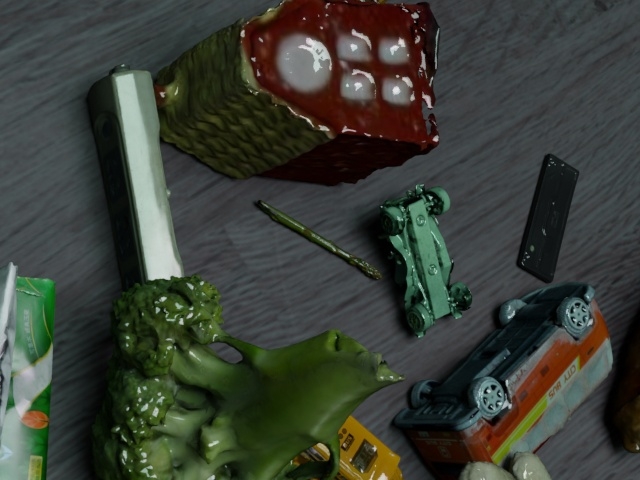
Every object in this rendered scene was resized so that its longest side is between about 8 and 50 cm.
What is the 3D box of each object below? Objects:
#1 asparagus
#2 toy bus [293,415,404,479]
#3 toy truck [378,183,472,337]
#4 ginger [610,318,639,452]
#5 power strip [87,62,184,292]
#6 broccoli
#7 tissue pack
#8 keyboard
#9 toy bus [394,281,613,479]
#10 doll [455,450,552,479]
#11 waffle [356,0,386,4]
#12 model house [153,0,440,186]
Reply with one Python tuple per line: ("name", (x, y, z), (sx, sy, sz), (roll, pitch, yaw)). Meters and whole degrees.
("asparagus", (0.000, 0.000, 1.455), (0.166, 0.013, 0.016), (31, 22, -21))
("toy bus", (0.022, 0.215, 1.375), (0.162, 0.074, 0.069), (42, 59, -13))
("toy truck", (0.102, 0.022, 1.483), (0.080, 0.078, 0.154), (-25, 107, -32))
("ginger", (0.502, 0.066, 1.606), (0.176, 0.254, 0.418), (45, 54, -6))
("power strip", (-0.173, -0.030, 1.326), (0.048, 0.080, 0.286), (-8, 83, -26))
("broccoli", (-0.078, 0.136, 1.239), (0.254, 0.302, 0.186), (35, 21, 10))
("tissue pack", (-0.301, 0.127, 1.164), (0.148, 0.156, 0.209), (9, 74, -26))
("keyboard", (0.270, -0.027, 1.622), (0.053, 0.010, 0.155), (29, 64, -22))
("toy bus", (0.212, 0.154, 1.483), (0.265, 0.121, 0.120), (-39, 106, -33))
("doll", (0.215, 0.320, 1.362), (0.175, 0.149, 0.278), (-55, 135, -1))
("waffle", (0.066, -0.337, 1.564), (0.102, 0.042, 0.148), (47, 59, -10))
("model house", (-0.033, -0.149, 1.365), (0.254, 0.196, 0.160), (-1, 80, -32))
